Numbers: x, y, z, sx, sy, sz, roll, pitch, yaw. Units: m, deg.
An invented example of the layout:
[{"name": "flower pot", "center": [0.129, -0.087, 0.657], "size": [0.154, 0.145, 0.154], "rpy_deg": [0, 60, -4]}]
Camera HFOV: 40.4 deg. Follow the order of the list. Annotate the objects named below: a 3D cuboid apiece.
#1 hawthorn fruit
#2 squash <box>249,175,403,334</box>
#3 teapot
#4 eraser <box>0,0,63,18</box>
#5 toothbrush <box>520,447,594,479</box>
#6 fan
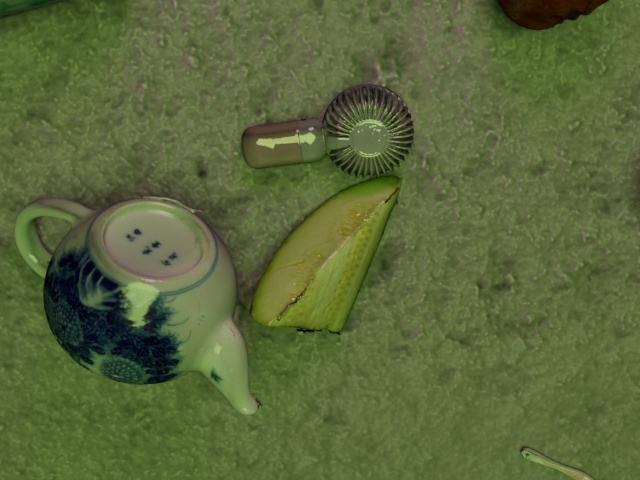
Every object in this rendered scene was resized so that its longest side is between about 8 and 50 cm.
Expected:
[{"name": "hawthorn fruit", "center": [0.309, -0.388, 1.154], "size": [0.179, 0.179, 0.200], "rpy_deg": [-14, 92, -1]}, {"name": "squash", "center": [0.000, 0.000, 1.231], "size": [0.093, 0.169, 0.252], "rpy_deg": [29, 101, 37]}, {"name": "teapot", "center": [-0.247, 0.088, 1.180], "size": [0.424, 0.252, 0.280], "rpy_deg": [33, 135, 10]}, {"name": "eraser", "center": [-0.379, -0.345, 1.102], "size": [0.290, 0.189, 0.104], "rpy_deg": [-16, 104, 0]}, {"name": "toothbrush", "center": [0.406, 0.373, 1.372], "size": [0.204, 0.022, 0.017], "rpy_deg": [25, 113, -8]}, {"name": "fan", "center": [0.010, -0.146, 1.229], "size": [0.244, 0.074, 0.130], "rpy_deg": [-6, 112, 2]}]
